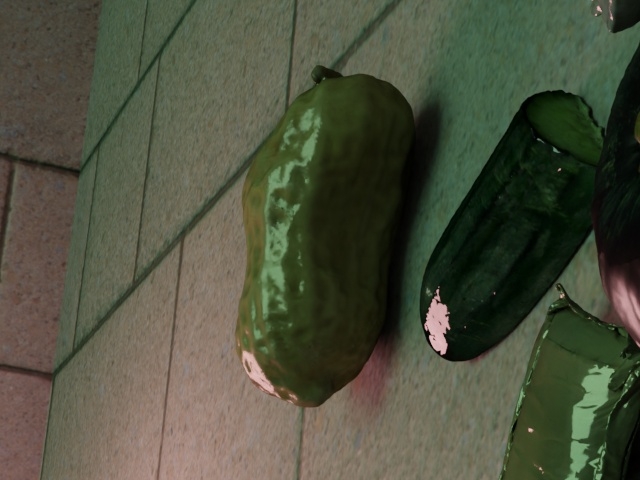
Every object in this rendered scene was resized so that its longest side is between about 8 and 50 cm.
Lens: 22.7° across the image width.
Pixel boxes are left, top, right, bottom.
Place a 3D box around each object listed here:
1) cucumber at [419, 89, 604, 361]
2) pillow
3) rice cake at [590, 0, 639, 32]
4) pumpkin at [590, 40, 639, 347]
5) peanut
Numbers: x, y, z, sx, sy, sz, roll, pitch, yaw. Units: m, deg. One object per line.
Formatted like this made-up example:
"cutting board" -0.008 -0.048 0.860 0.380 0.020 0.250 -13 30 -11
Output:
"cucumber" 0.126 0.000 1.153 0.115 0.063 0.244 -97 25 -46
"pillow" 0.153 0.139 0.993 0.119 0.053 0.208 -147 70 -66
"rice cake" 0.225 -0.205 0.796 0.270 0.055 0.049 -43 41 -11
"pumpkin" 0.221 -0.035 0.731 0.233 0.163 0.233 -165 90 -74
"peanut" -0.002 -0.004 1.401 0.159 0.143 0.291 -166 85 -71
